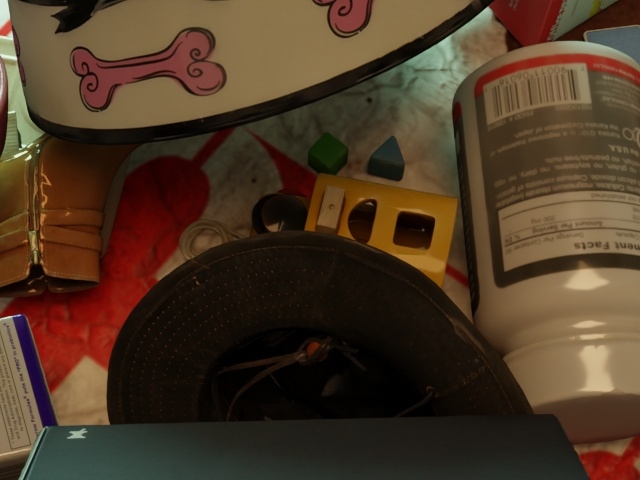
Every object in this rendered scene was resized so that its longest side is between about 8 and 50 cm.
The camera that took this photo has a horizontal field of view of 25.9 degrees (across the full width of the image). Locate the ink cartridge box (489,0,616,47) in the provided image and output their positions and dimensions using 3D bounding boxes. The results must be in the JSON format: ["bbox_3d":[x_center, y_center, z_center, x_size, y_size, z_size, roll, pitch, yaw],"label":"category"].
[{"bbox_3d":[0.224,-0.253,1.210,0.231,0.134,0.078,-33,71,-14],"label":"ink cartridge box"}]

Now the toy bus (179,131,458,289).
[{"bbox_3d":[0.013,-0.003,1.108,0.202,0.104,0.191,-32,70,-15],"label":"toy bus"}]

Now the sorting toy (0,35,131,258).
[{"bbox_3d":[-0.265,-0.084,1.179,0.208,0.038,0.193,11,66,-2],"label":"sorting toy"}]

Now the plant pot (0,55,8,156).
[{"bbox_3d":[-0.333,-0.054,1.019,0.201,0.180,0.201,8,46,-8],"label":"plant pot"}]

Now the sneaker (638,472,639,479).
[{"bbox_3d":[0.309,0.161,1.009,0.083,0.215,0.084,13,33,-32],"label":"sneaker"}]

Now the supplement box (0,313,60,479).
[{"bbox_3d":[-0.310,0.145,1.006,0.220,0.111,0.114,-13,66,-22],"label":"supplement box"}]

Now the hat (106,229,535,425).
[{"bbox_3d":[0.014,0.131,1.021,0.331,0.331,0.134,20,23,8],"label":"hat"}]

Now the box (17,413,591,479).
[{"bbox_3d":[-0.010,0.285,0.856,0.343,0.179,0.313,-2,103,-2],"label":"box"}]

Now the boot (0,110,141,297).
[{"bbox_3d":[-0.186,-0.037,1.110,0.197,0.073,0.152,-14,68,1],"label":"boot"}]

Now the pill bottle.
[{"bbox_3d":[0.193,0.005,1.078,0.161,0.161,0.283,-2,66,-2],"label":"pill bottle"}]

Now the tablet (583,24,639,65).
[{"bbox_3d":[0.269,-0.153,1.236,0.054,0.006,0.083,-8,67,-5],"label":"tablet"}]

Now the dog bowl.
[{"bbox_3d":[-0.061,-0.235,1.063,0.407,0.150,0.408,-16,27,8],"label":"dog bowl"}]
